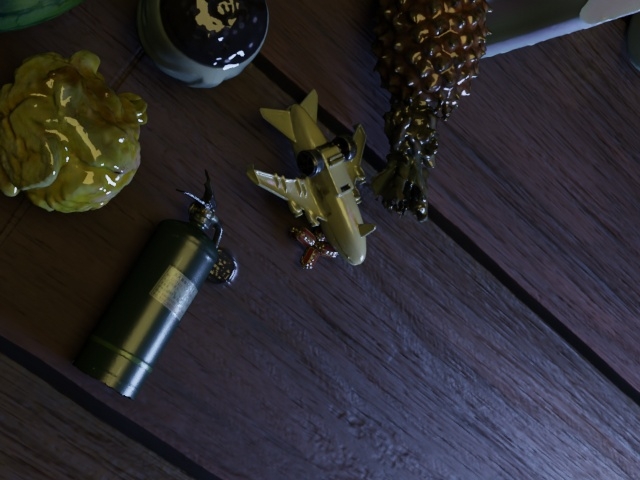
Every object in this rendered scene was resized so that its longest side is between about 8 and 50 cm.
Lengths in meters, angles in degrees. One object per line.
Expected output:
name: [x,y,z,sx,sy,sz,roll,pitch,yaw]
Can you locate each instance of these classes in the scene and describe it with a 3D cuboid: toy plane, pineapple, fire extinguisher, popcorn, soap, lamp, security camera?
toy plane: [0.007,-0.082,1.357,0.229,0.092,0.244,-28,91,-43]
pineapple: [0.145,-0.207,1.399,0.175,0.175,0.361,6,88,-27]
fire extinguisher: [-0.199,0.053,1.267,0.294,0.093,0.118,-61,140,-15]
popcorn: [-0.294,-0.126,1.173,0.185,0.167,0.188,18,79,-27]
soap: [0.366,-0.359,1.413,0.208,0.347,0.115,-25,101,-26]
lamp: [0.000,0.000,1.403,0.083,0.031,0.063,-20,101,-29]
security camera: [-0.152,-0.326,1.233,0.197,0.191,0.277,-1,92,-29]

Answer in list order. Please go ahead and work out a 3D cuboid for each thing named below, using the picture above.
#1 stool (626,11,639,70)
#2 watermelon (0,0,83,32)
stool: [0.640,-0.326,1.642,0.198,0.195,0.195,22,80,-27]
watermelon: [-0.356,-0.388,1.046,0.363,0.363,0.363,0,90,-28]
